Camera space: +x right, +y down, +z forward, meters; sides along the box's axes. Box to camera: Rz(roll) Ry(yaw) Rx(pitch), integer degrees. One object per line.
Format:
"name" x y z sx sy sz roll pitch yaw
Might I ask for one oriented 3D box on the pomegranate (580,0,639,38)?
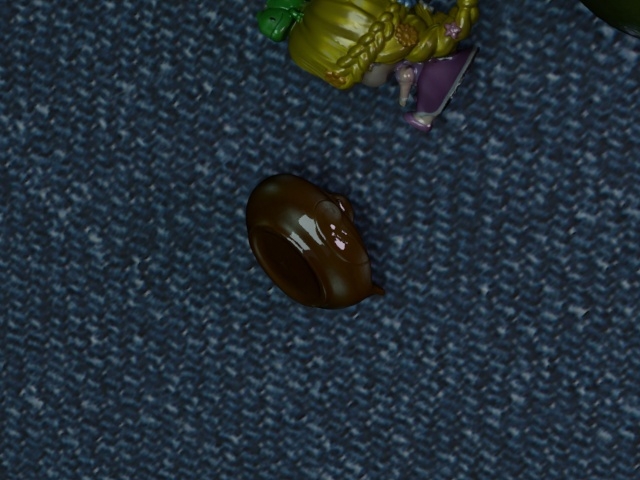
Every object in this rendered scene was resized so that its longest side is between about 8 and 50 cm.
"pomegranate" 0.245 -0.245 0.877 0.291 0.323 0.290 6 111 15

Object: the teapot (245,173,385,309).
"teapot" 0.000 0.000 1.122 0.129 0.078 0.098 52 149 -13

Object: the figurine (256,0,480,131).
"figurine" 0.040 -0.162 1.057 0.156 0.095 0.115 28 119 0
